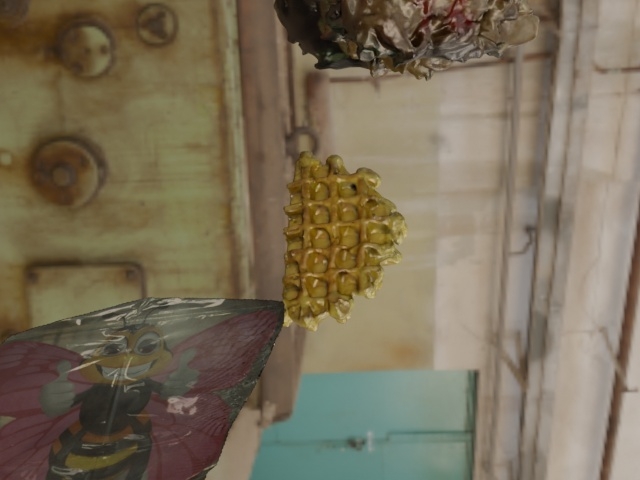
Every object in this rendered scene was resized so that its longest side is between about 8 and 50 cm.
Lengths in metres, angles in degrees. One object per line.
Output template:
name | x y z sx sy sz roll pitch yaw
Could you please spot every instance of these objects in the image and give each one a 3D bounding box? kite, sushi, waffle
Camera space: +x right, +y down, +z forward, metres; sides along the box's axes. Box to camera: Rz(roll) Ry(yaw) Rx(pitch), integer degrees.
kite | -0.123 0.141 0.513 0.360 0.204 0.022 -91 169 -54
sushi | 0.079 -0.256 0.889 0.225 0.238 0.219 64 -6 -20
waffle | 0.000 0.000 0.947 0.192 0.160 0.046 -51 154 -23
